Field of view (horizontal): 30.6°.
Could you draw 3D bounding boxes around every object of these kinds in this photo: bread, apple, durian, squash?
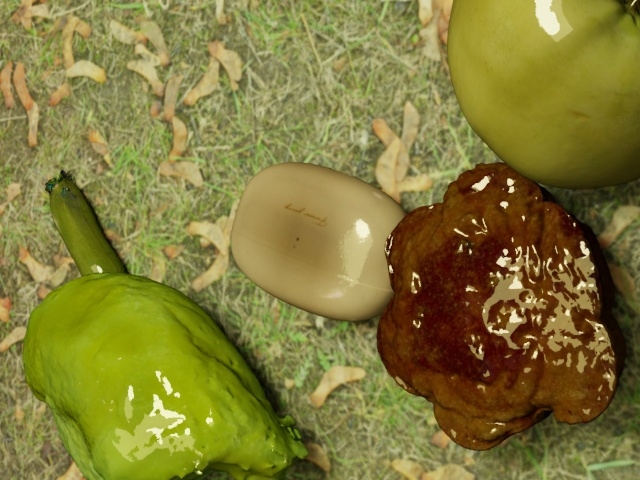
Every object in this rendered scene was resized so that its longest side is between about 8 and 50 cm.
[{"bbox_3d":[0.157,0.058,1.060,0.232,0.135,0.246,-22,77,29],"label":"bread"},{"bbox_3d":[0.230,-0.173,0.957,0.262,0.262,0.262,-1,88,31],"label":"apple"},{"bbox_3d":[-0.196,0.163,1.234,0.256,0.204,0.339,-47,69,34],"label":"durian"},{"bbox_3d":[-0.280,-0.007,1.378,0.052,0.052,0.183,-40,67,24],"label":"squash"}]

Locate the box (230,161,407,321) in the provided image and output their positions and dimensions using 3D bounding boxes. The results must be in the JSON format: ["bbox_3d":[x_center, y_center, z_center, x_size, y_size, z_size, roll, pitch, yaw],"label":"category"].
[{"bbox_3d":[0.000,0.000,1.185,0.200,0.088,0.145,23,98,31],"label":"box"}]
